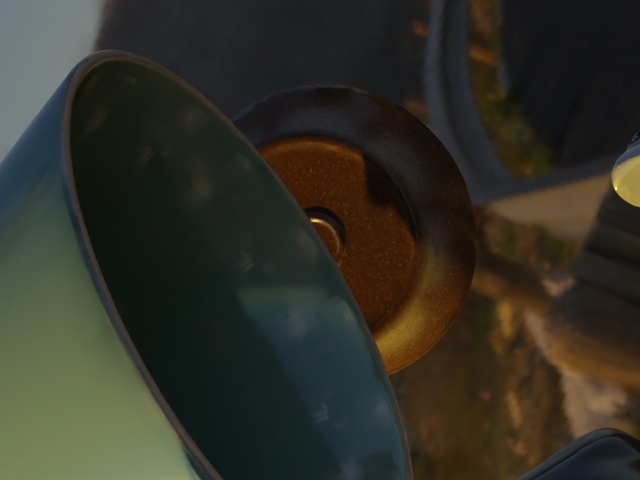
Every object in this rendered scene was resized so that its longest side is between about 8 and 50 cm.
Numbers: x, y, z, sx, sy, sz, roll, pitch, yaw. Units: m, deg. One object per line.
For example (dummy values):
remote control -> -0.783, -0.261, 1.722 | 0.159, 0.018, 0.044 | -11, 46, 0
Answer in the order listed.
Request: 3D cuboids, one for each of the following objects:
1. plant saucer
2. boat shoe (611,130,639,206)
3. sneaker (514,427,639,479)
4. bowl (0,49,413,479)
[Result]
plant saucer -> 0.000, 0.000, 1.119 | 0.199, 0.198, 0.036 | -67, -12, 16
boat shoe -> 0.221, -0.057, 0.929 | 0.142, 0.049, 0.040 | -16, 31, 32
sneaker -> 0.149, 0.212, 1.168 | 0.222, 0.083, 0.118 | -40, 13, -7
bowl -> -0.099, 0.071, 0.940 | 0.163, 0.311, 0.311 | -30, 16, 20
